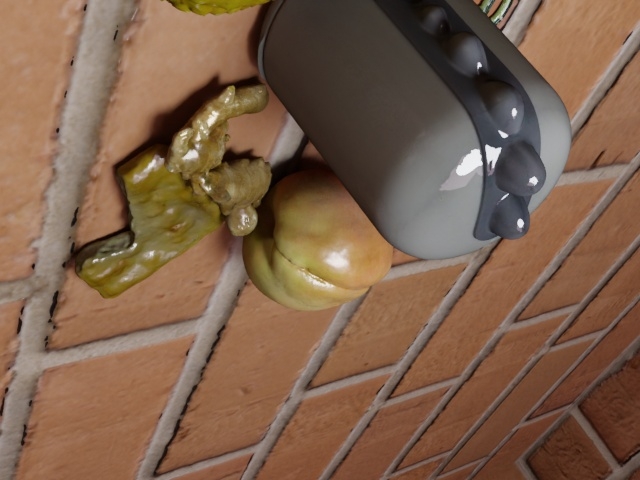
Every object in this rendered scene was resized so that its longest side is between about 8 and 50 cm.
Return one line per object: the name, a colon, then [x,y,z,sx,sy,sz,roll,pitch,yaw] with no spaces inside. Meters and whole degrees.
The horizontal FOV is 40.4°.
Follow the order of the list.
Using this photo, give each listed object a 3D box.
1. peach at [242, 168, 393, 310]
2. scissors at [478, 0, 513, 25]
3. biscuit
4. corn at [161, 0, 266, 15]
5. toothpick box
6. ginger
peach: [0.000,0.000,1.055,0.184,0.184,0.184,-24,149,-15]
scissors: [0.160,-0.218,1.033,0.134,0.020,0.187,-23,148,-26]
biscuit: [-0.205,-0.015,0.963,0.183,0.039,0.174,-36,152,3]
corn: [0.016,-0.275,0.709,0.363,0.120,0.120,-23,149,-18]
toothpick box: [0.098,-0.127,0.810,0.229,0.316,0.229,-24,148,-16]
ginger: [-0.105,-0.084,0.931,0.176,0.052,0.193,-10,127,-49]
